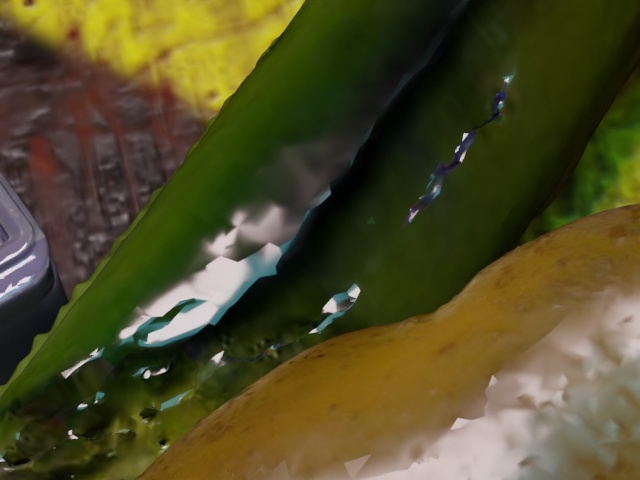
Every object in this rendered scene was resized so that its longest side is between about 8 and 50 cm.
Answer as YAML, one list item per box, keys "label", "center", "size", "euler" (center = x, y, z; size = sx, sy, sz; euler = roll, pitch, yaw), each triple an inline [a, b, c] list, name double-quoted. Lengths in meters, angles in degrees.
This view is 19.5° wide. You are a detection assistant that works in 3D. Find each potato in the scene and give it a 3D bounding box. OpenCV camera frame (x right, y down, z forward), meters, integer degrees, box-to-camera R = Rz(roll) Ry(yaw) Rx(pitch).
- label: "potato"
  center: [0.031, 0.132, 0.519]
  size: [0.369, 0.195, 0.176]
  euler: [-31, 34, -6]

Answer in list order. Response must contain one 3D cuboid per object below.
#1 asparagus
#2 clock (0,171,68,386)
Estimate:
- label: "asparagus"
  center: [0.000, 0.000, 0.626]
  size: [0.128, 0.108, 0.382]
  euler: [30, 66, 15]
- label: "clock"
  center: [-0.193, -0.007, 0.652]
  size: [0.145, 0.073, 0.193]
  euler: [-32, 64, -17]
